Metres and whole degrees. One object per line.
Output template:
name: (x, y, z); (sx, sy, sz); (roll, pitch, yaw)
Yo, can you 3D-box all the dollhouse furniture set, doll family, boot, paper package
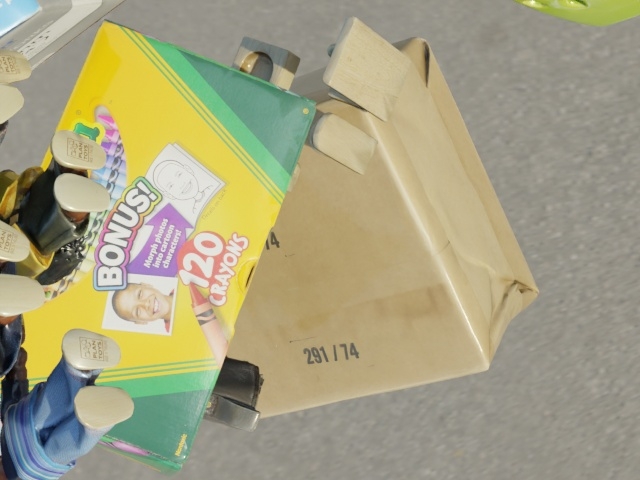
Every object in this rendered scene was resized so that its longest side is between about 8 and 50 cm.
dollhouse furniture set: (-0.036, -0.122, 1.274); (0.151, 0.123, 0.144); (22, 89, 26)
doll family: (-0.123, 0.026, 0.593); (0.111, 0.076, 0.193); (-43, 43, 43)
boot: (-0.166, 0.111, 1.399); (0.229, 0.263, 0.091); (14, 101, -12)
paper package: (0.000, 0.000, 1.496); (0.325, 0.168, 0.309); (-18, 107, 32)

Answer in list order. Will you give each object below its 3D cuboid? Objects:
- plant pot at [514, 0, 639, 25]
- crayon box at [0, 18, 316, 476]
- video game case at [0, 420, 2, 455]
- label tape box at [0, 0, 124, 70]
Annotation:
plant pot: (0.158, -0.283, 0.979); (0.228, 0.207, 0.227); (160, 112, -63)
crayon box: (-0.128, 0.005, 1.064); (0.165, 0.081, 0.278); (21, 73, -5)
video game case: (-0.417, 0.278, 1.629); (0.025, 0.285, 0.204); (3, 127, 25)
label tape box: (-0.244, -0.199, 0.844); (0.106, 0.334, 0.241); (-33, 97, 12)
